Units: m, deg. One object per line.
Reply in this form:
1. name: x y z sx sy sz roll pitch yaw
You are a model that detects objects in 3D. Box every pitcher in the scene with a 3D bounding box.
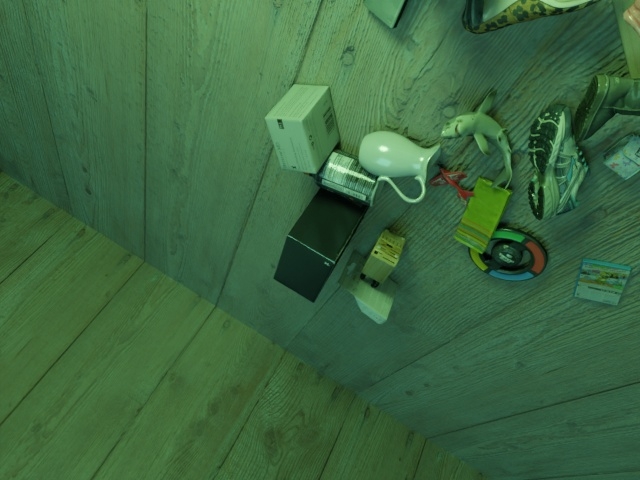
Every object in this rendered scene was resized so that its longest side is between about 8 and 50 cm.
1. pitcher: 0.207 -0.204 1.301 0.206 0.178 0.125 17 174 17

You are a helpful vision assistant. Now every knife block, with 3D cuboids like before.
1. knife block: 0.197 0.095 1.626 0.088 0.276 0.242 27 116 6

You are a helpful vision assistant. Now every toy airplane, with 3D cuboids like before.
1. toy airplane: 0.379 -0.161 1.338 0.151 0.028 0.151 38 159 17

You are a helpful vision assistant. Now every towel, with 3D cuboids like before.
1. towel: 0.464 -0.068 1.364 0.102 0.021 0.237 29 139 21

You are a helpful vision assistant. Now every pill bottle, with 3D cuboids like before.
1. pill bottle: 0.069 -0.204 1.442 0.245 0.131 0.131 23 145 13

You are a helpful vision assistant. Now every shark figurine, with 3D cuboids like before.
1. shark figurine: 0.403 -0.256 1.181 0.278 0.166 0.116 31 175 -31

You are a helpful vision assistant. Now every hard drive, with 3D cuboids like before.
1. hard drive: 0.154 -0.548 1.024 0.094 0.022 0.135 46 147 13

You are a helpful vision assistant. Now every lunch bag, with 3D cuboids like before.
1. lunch bag: 0.690 -0.189 1.055 0.071 0.053 0.083 34 136 -6

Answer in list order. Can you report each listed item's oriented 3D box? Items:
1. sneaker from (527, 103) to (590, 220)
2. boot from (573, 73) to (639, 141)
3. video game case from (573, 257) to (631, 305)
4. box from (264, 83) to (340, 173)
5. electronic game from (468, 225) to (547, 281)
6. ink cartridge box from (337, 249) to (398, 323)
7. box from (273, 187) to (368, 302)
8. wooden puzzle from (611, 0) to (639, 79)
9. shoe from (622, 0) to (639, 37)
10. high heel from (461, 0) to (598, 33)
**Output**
1. sneaker: 0.572 -0.189 1.124 0.122 0.110 0.283 -10 122 0
2. boot: 0.633 -0.258 0.933 0.208 0.076 0.190 1 159 10
3. video game case: 0.815 0.122 1.374 0.119 0.015 0.166 12 141 27
4. box: -0.045 -0.318 1.342 0.118 0.182 0.181 11 141 26
5. electronic game: 0.566 0.044 1.438 0.229 0.048 0.229 21 144 16
6. ink cartridge box: 0.174 0.174 1.776 0.232 0.189 0.066 34 136 -5
7. box: 0.000 0.000 1.602 0.182 0.294 0.296 29 145 4
8. wooden puzzle: 0.666 -0.415 0.769 0.321 0.081 0.348 -6 130 42
9. shoe: 0.599 -0.357 0.782 0.177 0.064 0.081 34 149 0
10. high heel: 0.409 -0.456 0.911 0.260 0.094 0.186 4 -176 14
